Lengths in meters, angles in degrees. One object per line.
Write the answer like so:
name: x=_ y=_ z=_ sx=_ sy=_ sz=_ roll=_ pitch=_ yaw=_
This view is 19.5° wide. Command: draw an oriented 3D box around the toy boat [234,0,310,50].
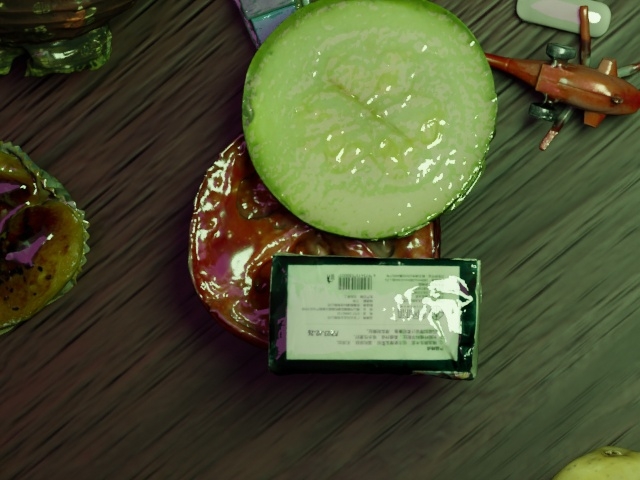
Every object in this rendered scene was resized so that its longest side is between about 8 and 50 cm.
toy boat: x=-0.051 y=-0.238 z=1.660 sx=0.069 sy=0.059 sz=0.173 roll=-18 pitch=83 yaw=7

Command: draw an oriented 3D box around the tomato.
tomato: x=0.002 y=0.002 z=1.616 sx=0.228 sy=0.101 sz=0.228 roll=0 pitch=80 yaw=3

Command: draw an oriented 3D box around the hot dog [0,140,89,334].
hot dog: x=-0.338 y=0.022 z=1.676 sx=0.270 sy=0.082 sz=0.162 roll=-31 pitch=80 yaw=6

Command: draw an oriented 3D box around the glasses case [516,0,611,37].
glasses case: x=0.214 y=-0.200 z=1.633 sx=0.083 sy=0.021 sz=0.032 roll=13 pitch=91 yaw=10

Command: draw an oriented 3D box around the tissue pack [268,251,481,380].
tissue pack: x=0.045 y=0.061 z=1.506 sx=0.170 sy=0.090 sz=0.103 roll=1 pitch=82 yaw=5

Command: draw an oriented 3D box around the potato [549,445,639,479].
potato: x=0.229 y=0.259 z=1.551 sx=0.118 sy=0.109 sz=0.178 roll=8 pitch=96 yaw=-30

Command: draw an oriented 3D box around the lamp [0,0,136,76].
lamp: x=-0.250 y=-0.259 z=1.614 sx=0.247 sy=0.247 sz=0.247 roll=-1 pitch=85 yaw=9

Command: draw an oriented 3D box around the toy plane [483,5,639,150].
toy plane: x=0.186 y=-0.154 z=1.607 sx=0.194 sy=0.077 sz=0.126 roll=37 pitch=106 yaw=10

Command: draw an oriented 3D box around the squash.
squash: x=0.040 y=-0.106 z=1.567 sx=0.219 sy=0.041 sz=0.219 roll=-1 pitch=78 yaw=3
